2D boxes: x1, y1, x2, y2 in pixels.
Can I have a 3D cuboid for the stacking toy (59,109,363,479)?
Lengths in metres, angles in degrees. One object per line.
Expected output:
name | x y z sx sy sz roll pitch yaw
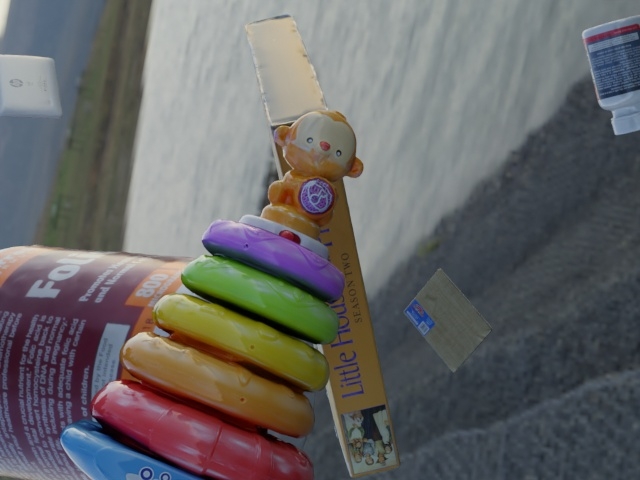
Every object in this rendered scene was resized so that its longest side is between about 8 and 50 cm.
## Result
stacking toy | -0.043 0.047 0.891 0.166 0.175 0.302 140 154 -81

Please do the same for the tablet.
tablet | -0.251 -0.132 1.101 0.083 0.054 0.006 -109 27 -44

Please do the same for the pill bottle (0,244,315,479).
pill bottle | -0.220 0.119 1.198 0.224 0.392 0.224 -7 -81 -56

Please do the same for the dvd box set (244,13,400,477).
dvd box set | 0.000 0.000 1.400 0.308 0.062 0.420 -106 3 -61

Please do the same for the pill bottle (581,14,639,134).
pill bottle | 0.499 -0.269 2.108 0.108 0.108 0.180 -179 75 -79

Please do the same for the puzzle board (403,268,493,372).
puzzle board | 0.193 0.121 1.954 0.128 0.011 0.096 51 120 25
